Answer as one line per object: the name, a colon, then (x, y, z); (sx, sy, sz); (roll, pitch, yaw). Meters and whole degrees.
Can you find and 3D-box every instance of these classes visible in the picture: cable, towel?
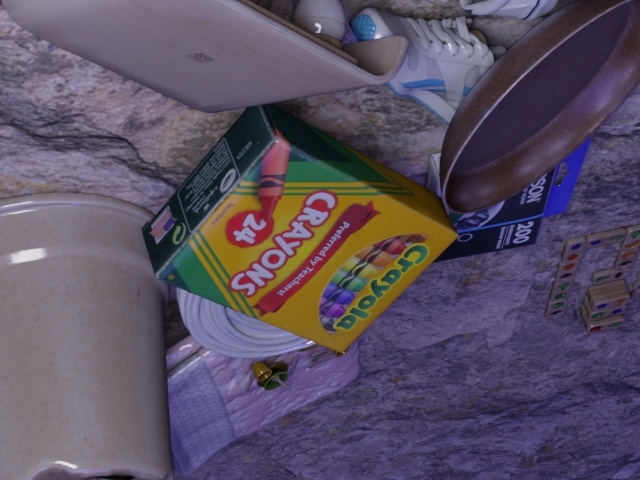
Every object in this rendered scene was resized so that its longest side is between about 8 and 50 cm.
cable: (-0.047, 0.026, 1.565); (0.257, 0.089, 0.257); (-21, 140, -5)
towel: (-0.089, 0.181, 1.817); (0.317, 0.053, 0.332); (-30, 154, -11)

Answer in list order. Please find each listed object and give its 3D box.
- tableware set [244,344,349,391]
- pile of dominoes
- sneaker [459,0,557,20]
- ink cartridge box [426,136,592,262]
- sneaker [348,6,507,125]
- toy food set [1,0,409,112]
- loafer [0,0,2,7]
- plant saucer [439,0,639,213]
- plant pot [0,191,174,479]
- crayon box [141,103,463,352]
tableware set: (-0.024, 0.155, 1.761); (0.154, 0.024, 0.104); (-17, 147, -30)
pile of dominoes: (0.434, 0.057, 1.946); (0.196, 0.040, 0.251); (-12, 151, -6)
sneaker: (0.188, -0.279, 1.198); (0.091, 0.094, 0.258); (-12, 151, -15)
ink cartridge box: (0.229, -0.055, 1.654); (0.208, 0.045, 0.206); (-12, 150, -8)
sneaker: (0.111, -0.188, 1.341); (0.092, 0.087, 0.228); (-39, 151, 22)
toy food set: (-0.099, -0.201, 1.172); (0.219, 0.092, 0.306); (-3, 163, 42)
loafer: (-0.331, -0.207, 1.129); (0.125, 0.045, 0.039); (-5, 142, -13)
plant saucer: (0.234, -0.151, 1.396); (0.310, 0.050, 0.310); (-34, 160, -14)
plant pot: (-0.298, 0.163, 1.509); (0.333, 0.305, 0.334); (-12, 150, -7)
crayon box: (0.000, 0.000, 1.427); (0.318, 0.081, 0.202); (24, 118, -37)
